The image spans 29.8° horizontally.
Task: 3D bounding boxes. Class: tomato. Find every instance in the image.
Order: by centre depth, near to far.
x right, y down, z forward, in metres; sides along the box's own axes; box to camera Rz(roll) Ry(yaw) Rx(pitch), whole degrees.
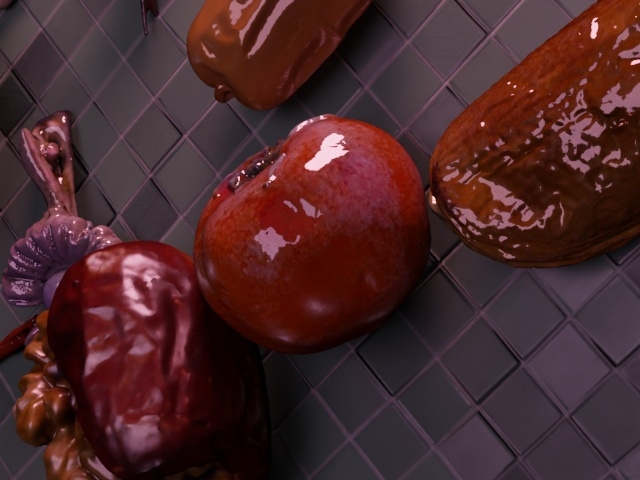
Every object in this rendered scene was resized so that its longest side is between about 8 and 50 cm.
[{"bbox_3d":[0.001,0.000,1.096,0.232,0.232,0.188,-35,106,23],"label":"tomato"}]

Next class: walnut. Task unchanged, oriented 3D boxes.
[{"bbox_3d":[-0.174,0.148,1.167,0.222,0.244,0.269,95,158,-48],"label":"walnut"}]

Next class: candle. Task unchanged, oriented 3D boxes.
[{"bbox_3d":[-0.387,0.139,1.423,0.167,0.021,0.026,-34,70,23],"label":"candle"}]

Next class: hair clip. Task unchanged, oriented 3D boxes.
[{"bbox_3d":[-0.290,-0.007,1.350,0.173,0.069,0.300,-21,76,27],"label":"hair clip"}]

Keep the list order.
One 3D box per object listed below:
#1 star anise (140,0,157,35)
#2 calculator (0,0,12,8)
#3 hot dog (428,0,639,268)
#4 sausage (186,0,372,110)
[{"bbox_3d":[-0.205,-0.329,1.343,0.158,0.144,0.140,7,45,23],"label":"star anise"},{"bbox_3d":[-0.409,-0.356,1.466,0.175,0.032,0.100,40,105,25],"label":"calculator"},{"bbox_3d":[0.221,-0.089,1.037,0.272,0.122,0.196,-41,66,25],"label":"hot dog"},{"bbox_3d":[-0.035,-0.237,1.193,0.241,0.120,0.136,-48,54,19],"label":"sausage"}]
